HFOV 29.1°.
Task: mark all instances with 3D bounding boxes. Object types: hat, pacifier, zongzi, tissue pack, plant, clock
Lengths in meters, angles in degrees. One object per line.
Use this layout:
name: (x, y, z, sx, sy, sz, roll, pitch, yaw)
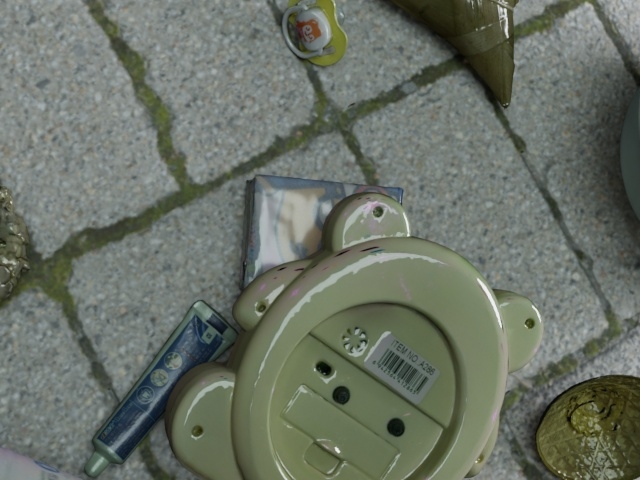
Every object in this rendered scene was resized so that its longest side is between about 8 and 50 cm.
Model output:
hat: (0.287, 0.177, 1.263, 0.146, 0.067, 0.146, -1, 121, -2)
pacifier: (-0.001, -0.223, 1.270, 0.064, 0.068, 0.083, -38, 111, -50)
zongzi: (0.114, -0.228, 1.286, 0.188, 0.081, 0.178, 1, 90, -8)
tissue pack: (0.000, 0.000, 1.218, 0.155, 0.065, 0.116, 6, 82, -14)
plant: (-0.320, 0.002, 1.115, 0.104, 0.122, 0.117, -8, 89, -4)
clock: (0.039, 0.134, 1.145, 0.284, 0.114, 0.309, 36, 86, -11)

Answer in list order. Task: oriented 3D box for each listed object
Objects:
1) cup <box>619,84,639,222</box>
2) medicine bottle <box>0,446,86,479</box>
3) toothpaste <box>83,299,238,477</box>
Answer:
cup: (0.457, -0.089, 1.293, 0.347, 0.163, 0.347, 2, 79, -13)
medicine bottle: (-0.202, 0.334, 1.013, 0.324, 0.256, 0.256, 25, 75, -16)
toothpaste: (-0.156, 0.145, 1.171, 0.057, 0.035, 0.197, 43, 71, -12)
